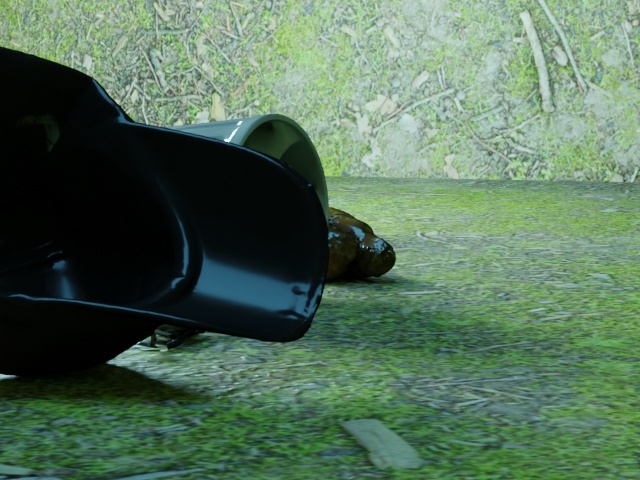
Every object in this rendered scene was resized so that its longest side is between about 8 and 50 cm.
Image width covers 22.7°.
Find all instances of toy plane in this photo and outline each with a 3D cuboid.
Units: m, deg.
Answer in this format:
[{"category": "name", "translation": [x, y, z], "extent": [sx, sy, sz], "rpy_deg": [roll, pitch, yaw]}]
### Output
[{"category": "toy plane", "translation": [-0.112, 0.063, 1.204], "extent": [0.049, 0.031, 0.120], "rpy_deg": [11, 6, 20]}]

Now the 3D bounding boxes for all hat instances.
[{"category": "hat", "translation": [-0.172, 0.026, 1.108], "extent": [0.336, 0.209, 0.238], "rpy_deg": [24, 40, 5]}]

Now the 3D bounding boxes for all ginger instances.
[{"category": "ginger", "translation": [0.000, 0.000, 1.586], "extent": [0.103, 0.073, 0.162], "rpy_deg": [-5, 8, -29]}]

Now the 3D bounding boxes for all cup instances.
[{"category": "cup", "translation": [-0.105, -0.016, 1.453], "extent": [0.202, 0.167, 0.221], "rpy_deg": [0, -23, 31]}]
